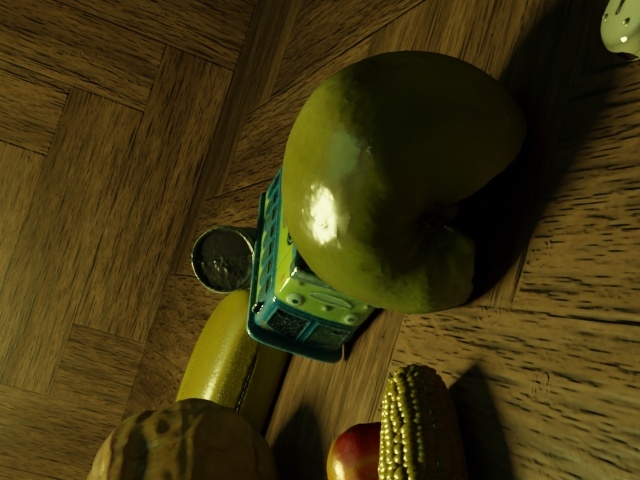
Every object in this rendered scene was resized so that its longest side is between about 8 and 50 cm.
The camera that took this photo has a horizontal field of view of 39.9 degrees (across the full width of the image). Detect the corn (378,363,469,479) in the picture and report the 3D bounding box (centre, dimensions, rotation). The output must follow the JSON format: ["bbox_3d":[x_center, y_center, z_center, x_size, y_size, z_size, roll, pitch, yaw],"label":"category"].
[{"bbox_3d":[0.099,0.231,0.848,0.091,0.091,0.260,-24,37,18],"label":"corn"}]

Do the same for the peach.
[{"bbox_3d":[0.053,0.250,0.961,0.101,0.101,0.100,-161,90,-73],"label":"peach"}]

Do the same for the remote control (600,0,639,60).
[{"bbox_3d":[0.316,-0.270,0.791,0.221,0.042,0.078,-66,19,14],"label":"remote control"}]

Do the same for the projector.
[{"bbox_3d":[-0.126,0.029,1.510,0.337,0.108,0.108,0,-70,-82],"label":"projector"}]

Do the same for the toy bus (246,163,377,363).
[{"bbox_3d":[0.000,0.000,1.292,0.190,0.152,0.312,-55,23,39],"label":"toy bus"}]

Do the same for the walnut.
[{"bbox_3d":[-0.206,0.406,1.274,0.344,0.306,0.306,-85,21,-58],"label":"walnut"}]

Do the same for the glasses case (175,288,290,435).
[{"bbox_3d":[-0.167,0.263,1.542,0.173,0.141,0.371,-159,89,-74],"label":"glasses case"}]

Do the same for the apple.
[{"bbox_3d":[0.076,-0.073,0.995,0.258,0.234,0.295,-106,38,-69],"label":"apple"}]
